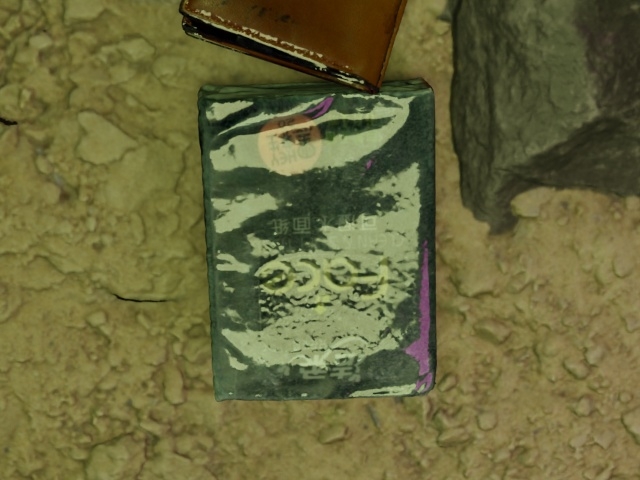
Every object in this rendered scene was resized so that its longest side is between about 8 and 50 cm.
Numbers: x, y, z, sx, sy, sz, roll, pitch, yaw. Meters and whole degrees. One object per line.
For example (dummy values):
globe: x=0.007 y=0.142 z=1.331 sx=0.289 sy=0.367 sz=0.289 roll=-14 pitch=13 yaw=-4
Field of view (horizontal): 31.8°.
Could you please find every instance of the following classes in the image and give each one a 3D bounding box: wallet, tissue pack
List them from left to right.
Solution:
wallet: x=-0.016 y=-0.237 z=1.036 sx=0.196 sy=0.042 sz=0.161 roll=19 pitch=81 yaw=-3
tissue pack: x=0.000 y=0.000 z=1.115 sx=0.228 sy=0.103 sz=0.315 roll=-2 pitch=107 yaw=-1
